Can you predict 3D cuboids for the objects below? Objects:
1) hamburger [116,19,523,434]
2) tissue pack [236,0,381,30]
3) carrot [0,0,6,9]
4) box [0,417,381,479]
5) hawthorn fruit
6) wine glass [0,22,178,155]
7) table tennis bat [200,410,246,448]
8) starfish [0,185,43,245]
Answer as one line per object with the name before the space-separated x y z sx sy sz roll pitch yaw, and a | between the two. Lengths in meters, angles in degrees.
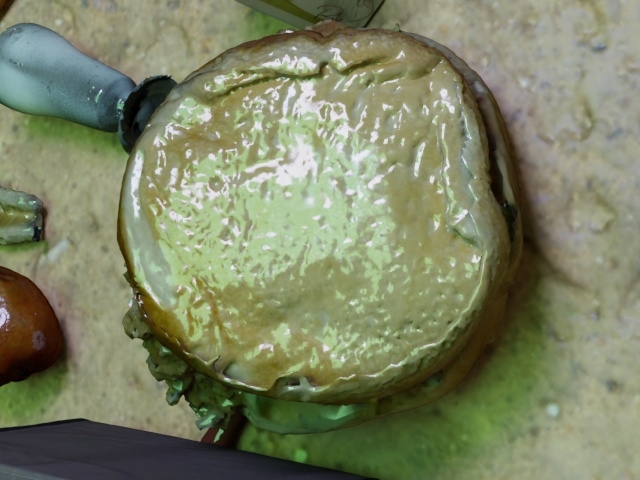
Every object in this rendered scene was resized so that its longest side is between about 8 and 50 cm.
hamburger | 0.000 0.000 0.914 0.243 0.146 0.286 34 91 23
tissue pack | -0.029 -0.203 0.964 0.106 0.149 0.099 44 107 31
carrot | -0.224 -0.299 1.170 0.066 0.062 0.271 10 92 2
box | -0.112 0.207 0.925 0.252 0.188 0.153 4 92 31
hawthorn fruit | -0.236 0.058 1.101 0.081 0.081 0.093 -28 80 27
wine glass | -0.171 -0.107 1.093 0.155 0.072 0.072 23 95 34
table tennis bat | -0.035 0.076 1.006 0.098 0.019 0.154 34 98 32
starfish | -0.395 -0.024 1.176 0.324 0.082 0.432 -33 92 7
